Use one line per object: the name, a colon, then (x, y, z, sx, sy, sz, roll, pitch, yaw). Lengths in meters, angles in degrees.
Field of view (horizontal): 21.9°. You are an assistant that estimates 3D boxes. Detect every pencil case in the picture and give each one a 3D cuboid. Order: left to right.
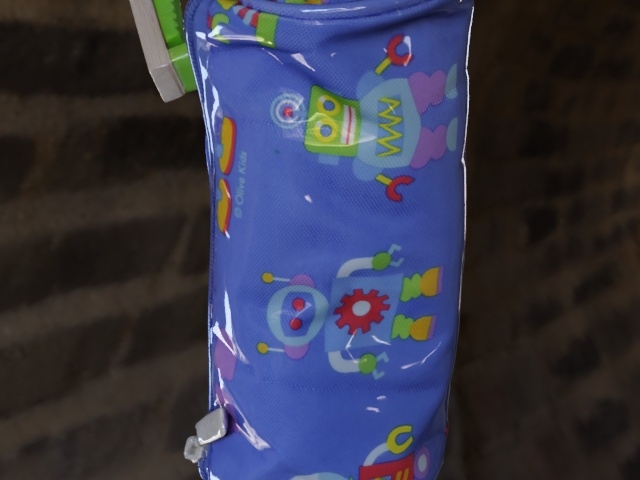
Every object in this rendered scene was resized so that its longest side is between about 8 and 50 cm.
pencil case: (0.000, 0.000, 0.776, 0.133, 0.306, 0.119, -8, 29, -18)

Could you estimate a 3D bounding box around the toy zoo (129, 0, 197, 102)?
toy zoo: (0.016, -0.207, 1.042, 0.293, 0.192, 0.030, -21, -44, 2)
